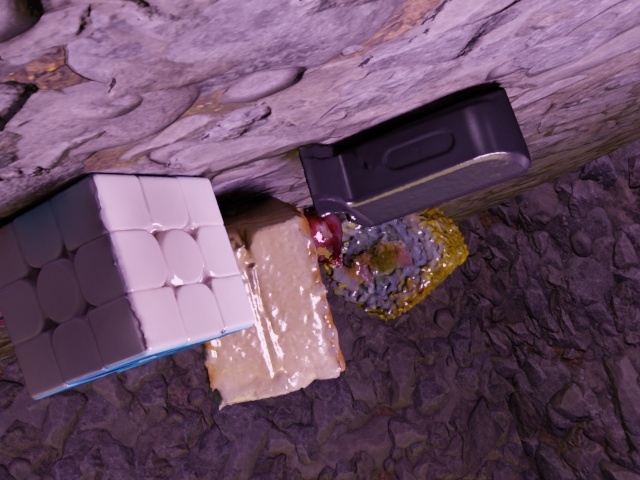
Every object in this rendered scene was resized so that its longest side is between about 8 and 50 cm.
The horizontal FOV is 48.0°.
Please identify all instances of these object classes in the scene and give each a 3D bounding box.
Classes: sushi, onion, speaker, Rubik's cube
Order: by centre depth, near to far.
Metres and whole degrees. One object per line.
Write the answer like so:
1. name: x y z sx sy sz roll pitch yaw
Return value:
1. Rubik's cube: -0.338 0.069 1.227 0.291 0.291 0.292 -22 174 28
2. speaker: 0.178 -0.157 1.341 0.388 0.180 0.184 -20 168 15
3. onion: 0.000 0.000 2.023 0.160 0.194 0.159 -32 -179 1
4. sushi: 0.203 0.031 2.138 0.396 0.351 0.240 -47 168 28

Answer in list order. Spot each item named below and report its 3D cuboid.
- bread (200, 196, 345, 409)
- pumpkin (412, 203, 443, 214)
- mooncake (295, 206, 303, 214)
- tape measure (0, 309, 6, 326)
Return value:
1. bread: -0.134 0.121 1.552 0.280 0.371 0.390 -14 -168 -6
2. pumpkin: 0.230 -0.155 1.570 0.224 0.157 0.223 -18 157 -8
3. mooncake: -0.149 -0.031 2.013 0.150 0.057 0.347 -4 163 -14
4. tape measure: -0.763 0.160 1.724 0.125 0.074 0.118 -28 164 28
